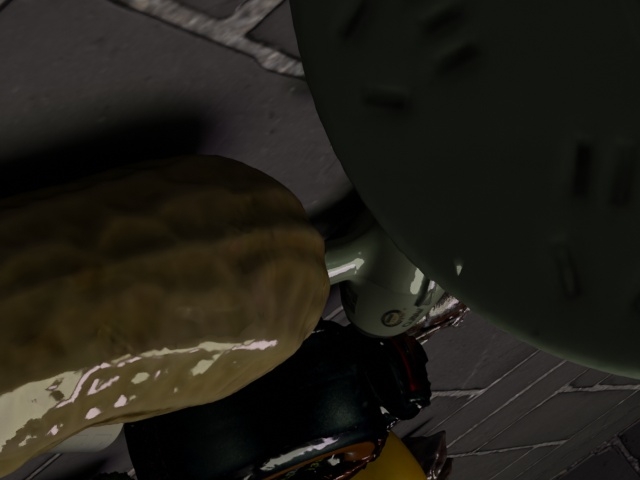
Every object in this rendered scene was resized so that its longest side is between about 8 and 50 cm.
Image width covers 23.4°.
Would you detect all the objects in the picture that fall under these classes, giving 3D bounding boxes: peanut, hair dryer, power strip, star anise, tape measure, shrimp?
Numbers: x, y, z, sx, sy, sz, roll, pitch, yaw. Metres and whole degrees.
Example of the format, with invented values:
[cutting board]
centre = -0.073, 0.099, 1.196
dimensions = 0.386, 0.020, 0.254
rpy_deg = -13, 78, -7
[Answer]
[peanut]
centre = -0.140, 0.044, 0.800
dimensions = 0.325, 0.140, 0.153
rpy_deg = -21, 175, -27
[hair dryer]
centre = 0.026, -0.020, 1.042
dimensions = 0.225, 0.088, 0.219
rpy_deg = 7, 132, -40
[power strip]
centre = 0.148, -0.116, 0.567
dimensions = 0.161, 0.357, 0.357
rpy_deg = -9, 150, -49
[star anise]
centre = 0.078, 0.322, 1.926
dimensions = 0.209, 0.089, 0.231
rpy_deg = -23, 149, -7
[tape measure]
centre = -0.045, 0.140, 1.207
dimensions = 0.223, 0.135, 0.202
rpy_deg = -8, 159, -48
[shrimp]
centre = 0.090, 0.057, 1.331
dimensions = 0.165, 0.056, 0.065
rpy_deg = -32, 168, 7

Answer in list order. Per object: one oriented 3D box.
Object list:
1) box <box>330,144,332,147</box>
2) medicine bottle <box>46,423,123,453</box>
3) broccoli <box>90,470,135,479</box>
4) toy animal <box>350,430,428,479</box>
[box]
centre = 0.082, -0.121, 0.847
dimensions = 0.109, 0.029, 0.198
rpy_deg = -41, 176, -38
[medicine bottle]
centre = -0.204, 0.106, 0.966
dimensions = 0.059, 0.059, 0.231
rpy_deg = -38, 161, 14
[broccoli]
centre = -0.204, 0.284, 1.261
dimensions = 0.195, 0.195, 0.156
rpy_deg = -29, 127, -13
[toy animal]
centre = -0.015, 0.376, 1.668
dimensions = 0.345, 0.277, 0.247
rpy_deg = -32, 175, -14
